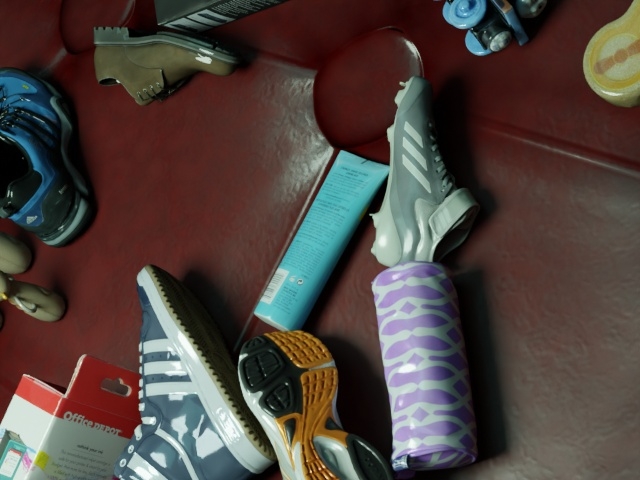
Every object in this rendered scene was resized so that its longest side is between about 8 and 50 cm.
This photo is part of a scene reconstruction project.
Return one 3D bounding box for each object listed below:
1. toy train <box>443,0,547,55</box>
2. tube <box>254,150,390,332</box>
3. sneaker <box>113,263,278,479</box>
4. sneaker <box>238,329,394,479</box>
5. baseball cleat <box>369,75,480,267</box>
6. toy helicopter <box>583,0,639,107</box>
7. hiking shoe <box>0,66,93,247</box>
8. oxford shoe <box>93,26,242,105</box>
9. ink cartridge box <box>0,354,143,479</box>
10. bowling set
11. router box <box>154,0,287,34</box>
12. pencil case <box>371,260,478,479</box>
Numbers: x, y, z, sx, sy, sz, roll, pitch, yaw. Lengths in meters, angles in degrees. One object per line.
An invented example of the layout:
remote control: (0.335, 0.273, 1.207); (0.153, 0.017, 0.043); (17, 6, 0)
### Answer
toy train: (0.165, -0.278, 1.228); (0.105, 0.080, 0.184); (-37, 55, 9)
tube: (0.000, 0.000, 1.245); (0.080, 0.052, 0.207); (22, 80, 38)
sneaker: (-0.167, 0.164, 1.256); (0.153, 0.099, 0.282); (-41, 57, 11)
sneaker: (-0.015, 0.201, 1.135); (0.099, 0.121, 0.262); (-11, 42, -17)
baseball cleat: (0.115, -0.067, 1.192); (0.109, 0.072, 0.206); (6, 79, 21)
toy helicopter: (0.375, -0.274, 1.077); (0.235, 0.140, 0.355); (38, 105, 29)
hiking shoe: (-0.389, -0.133, 1.505); (0.113, 0.132, 0.304); (-41, 54, 13)
oxford shoe: (-0.190, -0.213, 1.451); (0.227, 0.082, 0.096); (9, 95, 36)
ink cartridge box: (-0.286, 0.236, 1.284); (0.078, 0.134, 0.231); (18, 81, 38)
bowling set: (-0.472, 0.049, 1.473); (0.200, 0.154, 0.287); (-49, 52, 7)
router box: (-0.104, -0.434, 1.416); (0.242, 0.081, 0.309); (-13, 82, 30)
pencil case: (0.096, 0.122, 1.109); (0.088, 0.086, 0.206); (-35, 50, 48)
